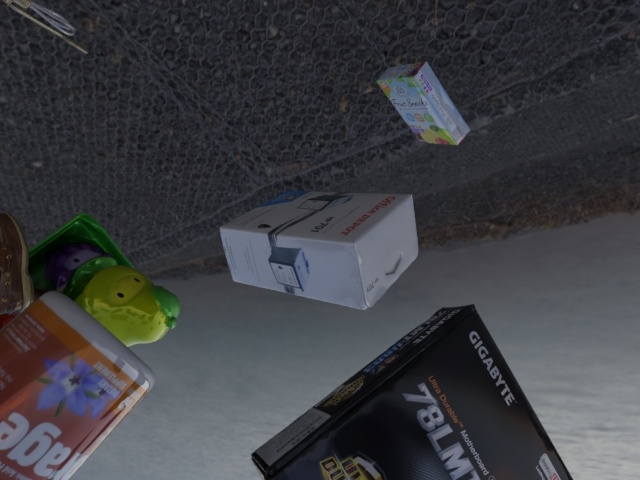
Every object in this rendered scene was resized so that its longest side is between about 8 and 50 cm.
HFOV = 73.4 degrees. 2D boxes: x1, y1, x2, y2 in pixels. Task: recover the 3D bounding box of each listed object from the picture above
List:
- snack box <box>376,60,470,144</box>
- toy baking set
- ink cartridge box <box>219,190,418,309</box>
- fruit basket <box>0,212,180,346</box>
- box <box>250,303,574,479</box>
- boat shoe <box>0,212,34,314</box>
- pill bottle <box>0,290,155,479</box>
[{"bbox_3d":[0.166,-0.219,0.697,0.141,0.037,0.100,44,172,-29],"label":"snack box"},{"bbox_3d":[-0.538,-0.438,0.750,0.256,0.197,0.030,40,100,-4],"label":"toy baking set"},{"bbox_3d":[0.000,0.000,0.514,0.191,0.139,0.082,5,118,36],"label":"ink cartridge box"},{"bbox_3d":[-0.499,0.123,0.903,0.392,0.392,0.283,-14,118,31],"label":"fruit basket"},{"bbox_3d":[0.123,0.269,0.463,0.295,0.293,0.073,61,157,-1],"label":"box"},{"bbox_3d":[-0.531,0.037,0.717,0.064,0.178,0.060,-18,173,31],"label":"boat shoe"},{"bbox_3d":[-0.245,0.153,0.321,0.121,0.216,0.121,30,151,19],"label":"pill bottle"}]
